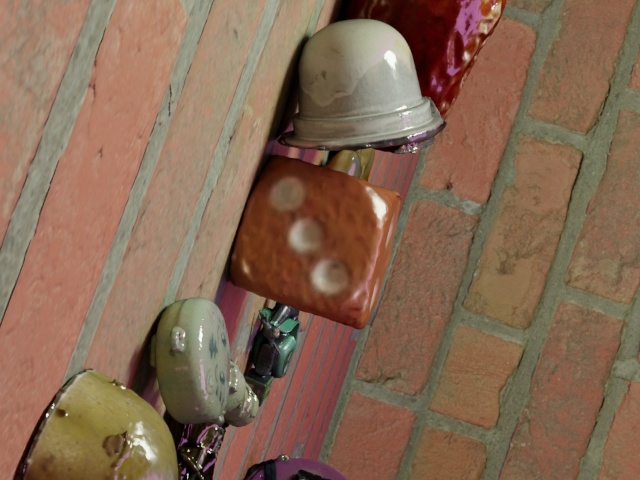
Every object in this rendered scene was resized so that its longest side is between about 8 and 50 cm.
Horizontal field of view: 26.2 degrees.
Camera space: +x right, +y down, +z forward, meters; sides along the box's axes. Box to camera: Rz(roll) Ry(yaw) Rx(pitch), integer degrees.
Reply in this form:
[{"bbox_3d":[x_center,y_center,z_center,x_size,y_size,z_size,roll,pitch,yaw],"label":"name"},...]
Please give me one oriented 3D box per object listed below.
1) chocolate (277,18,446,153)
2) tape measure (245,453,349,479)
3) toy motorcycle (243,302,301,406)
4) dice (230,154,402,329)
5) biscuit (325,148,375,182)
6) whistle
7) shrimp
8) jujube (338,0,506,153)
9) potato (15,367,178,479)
[{"bbox_3d":[0.051,-0.188,1.629,0.221,0.221,0.147,-47,140,-72],"label":"chocolate"},{"bbox_3d":[-0.045,0.488,2.313,0.149,0.231,0.245,100,7,-48],"label":"tape measure"},{"bbox_3d":[-0.067,0.144,1.973,0.100,0.058,0.173,-48,157,-59],"label":"toy motorcycle"},{"bbox_3d":[0.000,0.000,1.664,0.175,0.174,0.179,43,67,-80],"label":"dice"},{"bbox_3d":[0.057,-0.143,2.160,0.290,0.062,0.237,43,65,-82],"label":"biscuit"},{"bbox_3d":[-0.118,0.138,1.413,0.258,0.067,0.126,59,30,-64],"label":"whistle"},{"bbox_3d":[-0.179,0.281,1.478,0.233,0.071,0.365,58,51,-72],"label":"shrimp"},{"bbox_3d":[0.124,-0.277,1.817,0.223,0.223,0.318,-52,163,-69],"label":"jujube"},{"bbox_3d":[-0.176,0.216,1.142,0.182,0.117,0.202,-59,165,-71],"label":"potato"}]
